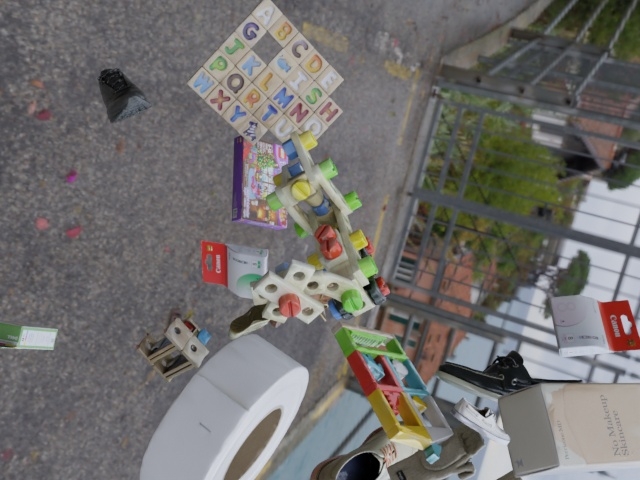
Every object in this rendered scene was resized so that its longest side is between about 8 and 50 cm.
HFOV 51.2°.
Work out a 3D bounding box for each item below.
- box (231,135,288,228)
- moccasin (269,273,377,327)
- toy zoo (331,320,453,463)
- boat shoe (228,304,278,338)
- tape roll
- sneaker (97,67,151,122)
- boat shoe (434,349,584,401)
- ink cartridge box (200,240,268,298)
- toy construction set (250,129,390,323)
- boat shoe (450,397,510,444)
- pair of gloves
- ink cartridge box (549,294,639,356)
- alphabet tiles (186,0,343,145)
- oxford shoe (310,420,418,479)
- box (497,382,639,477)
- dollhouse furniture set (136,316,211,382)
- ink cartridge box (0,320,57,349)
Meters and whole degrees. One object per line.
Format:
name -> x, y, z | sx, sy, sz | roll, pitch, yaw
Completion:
box -> -0.203, -0.195, 2.275 | 0.200, 0.057, 0.294 | 10, 75, -44
moccasin -> 0.008, 0.165, 2.092 | 0.380, 0.147, 0.139 | -29, 165, -21
toy zoo -> 0.148, 0.290, 1.281 | 0.030, 0.293, 0.192 | -46, 141, 21
boat shoe -> -0.181, 0.216, 1.792 | 0.153, 0.056, 0.048 | -30, 158, -37
tape roll -> -0.138, 0.285, 1.011 | 0.286, 0.100, 0.286 | -49, 160, -25
sneaker -> -0.519, -0.377, 1.712 | 0.109, 0.286, 0.130 | -28, 112, -21
boat shoe -> 0.404, 0.288, 1.384 | 0.127, 0.339, 0.113 | 137, -29, -81
ink cartridge box -> -0.284, 0.098, 2.182 | 0.056, 0.224, 0.181 | -79, 175, -54
toy construction set -> 0.000, 0.000, 1.009 | 0.215, 0.151, 0.328 | 55, 27, -36
boat shoe -> 0.232, 0.253, 0.943 | 0.035, 0.100, 0.035 | -57, -170, 5
pair of gloves -> 0.254, 0.459, 1.239 | 0.204, 0.240, 0.042 | -36, 125, -4
ink cartridge box -> 0.821, 0.248, 2.005 | 0.066, 0.232, 0.189 | 63, 23, -43
alphabet tiles -> -0.079, -0.263, 1.165 | 0.198, 0.237, 0.009 | -46, -154, 4
oxford shoe -> 0.169, 0.618, 1.873 | 0.396, 0.141, 0.146 | -22, 173, -30
box -> 0.489, 0.339, 1.206 | 0.121, 0.310, 0.148 | 135, -47, -54
dollhouse furniture set -> -0.365, 0.251, 1.766 | 0.129, 0.129, 0.184 | 52, 32, -14
ink cartridge box -> -0.810, 0.250, 1.773 | 0.209, 0.108, 0.062 | 34, 65, -73
